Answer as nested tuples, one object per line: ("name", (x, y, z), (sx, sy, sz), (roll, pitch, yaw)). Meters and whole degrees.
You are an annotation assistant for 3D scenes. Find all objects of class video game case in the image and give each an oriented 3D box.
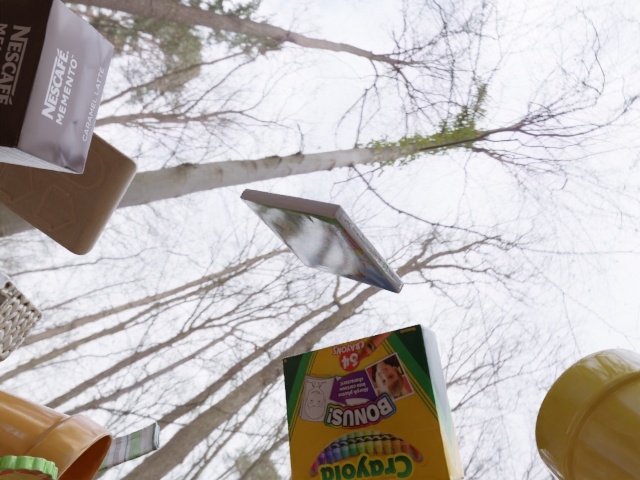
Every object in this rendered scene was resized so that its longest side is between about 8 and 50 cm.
("video game case", (0.000, 0.000, 0.832), (0.212, 0.193, 0.023), (14, -116, 46))

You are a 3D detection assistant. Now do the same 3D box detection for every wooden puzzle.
("wooden puzzle", (-0.671, -0.176, 1.411), (0.347, 0.080, 0.322), (34, -68, -8))

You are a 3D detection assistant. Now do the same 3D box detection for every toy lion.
("toy lion", (-0.338, 0.259, 0.600), (0.096, 0.100, 0.034), (105, -18, -46))

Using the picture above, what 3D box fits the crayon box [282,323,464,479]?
("crayon box", (0.099, 0.384, 1.228), (0.362, 0.106, 0.313), (-20, -118, 26))

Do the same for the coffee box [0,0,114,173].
("coffee box", (-0.345, -0.156, 0.527), (0.246, 0.098, 0.141), (9, -96, 10))

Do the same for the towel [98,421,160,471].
("towel", (-0.466, 0.497, 1.342), (0.152, 0.113, 0.023), (-17, -76, -12))

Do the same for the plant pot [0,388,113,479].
("plant pot", (-0.445, 0.316, 0.802), (0.188, 0.205, 0.205), (32, -67, 6))

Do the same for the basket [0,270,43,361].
("basket", (-0.551, 0.138, 0.906), (0.167, 0.113, 0.103), (-19, -58, 37))

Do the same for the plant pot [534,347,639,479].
("plant pot", (0.494, 0.320, 0.816), (0.254, 0.239, 0.254), (-3, -77, -13))
